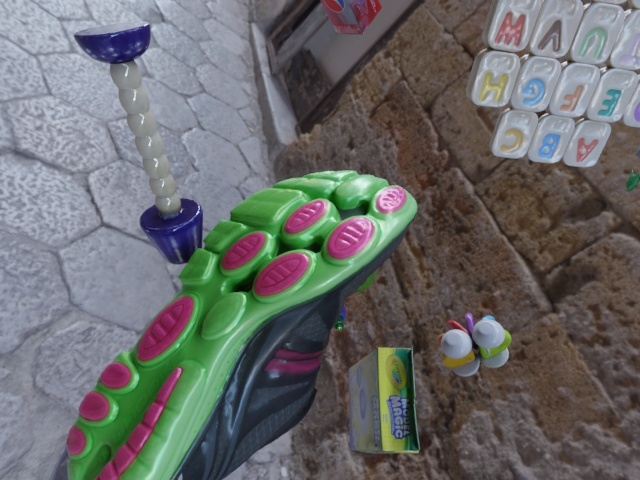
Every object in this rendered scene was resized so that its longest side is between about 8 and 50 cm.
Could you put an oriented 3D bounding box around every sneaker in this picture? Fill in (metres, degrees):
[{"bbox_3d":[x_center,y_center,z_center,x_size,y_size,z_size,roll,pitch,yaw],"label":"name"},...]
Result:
[{"bbox_3d":[-0.072,0.107,0.525,0.185,0.483,0.202,39,-8,36],"label":"sneaker"}]

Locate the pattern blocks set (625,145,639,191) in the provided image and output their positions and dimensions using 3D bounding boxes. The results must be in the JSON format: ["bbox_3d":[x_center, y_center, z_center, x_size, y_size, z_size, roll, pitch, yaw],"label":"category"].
[{"bbox_3d":[1.008,-0.180,1.153,0.026,0.325,0.285,33,74,-40],"label":"pattern blocks set"}]

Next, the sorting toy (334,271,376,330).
[{"bbox_3d":[0.109,0.093,1.140,0.127,0.365,0.126,20,23,-19],"label":"sorting toy"}]

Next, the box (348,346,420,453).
[{"bbox_3d":[0.070,0.187,0.503,0.043,0.179,0.105,5,64,-9],"label":"box"}]

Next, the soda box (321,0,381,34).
[{"bbox_3d":[0.033,-0.574,0.921,0.084,0.092,0.263,23,-17,38],"label":"soda box"}]

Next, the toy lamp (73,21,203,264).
[{"bbox_3d":[-0.191,-0.092,0.496,0.080,0.080,0.274,-83,169,-55],"label":"toy lamp"}]

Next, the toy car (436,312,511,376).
[{"bbox_3d":[0.390,0.254,1.128,0.136,0.182,0.159,-99,163,-47],"label":"toy car"}]

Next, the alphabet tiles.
[{"bbox_3d":[0.344,-0.233,0.573,0.285,0.277,0.021,5,30,-8],"label":"alphabet tiles"}]
